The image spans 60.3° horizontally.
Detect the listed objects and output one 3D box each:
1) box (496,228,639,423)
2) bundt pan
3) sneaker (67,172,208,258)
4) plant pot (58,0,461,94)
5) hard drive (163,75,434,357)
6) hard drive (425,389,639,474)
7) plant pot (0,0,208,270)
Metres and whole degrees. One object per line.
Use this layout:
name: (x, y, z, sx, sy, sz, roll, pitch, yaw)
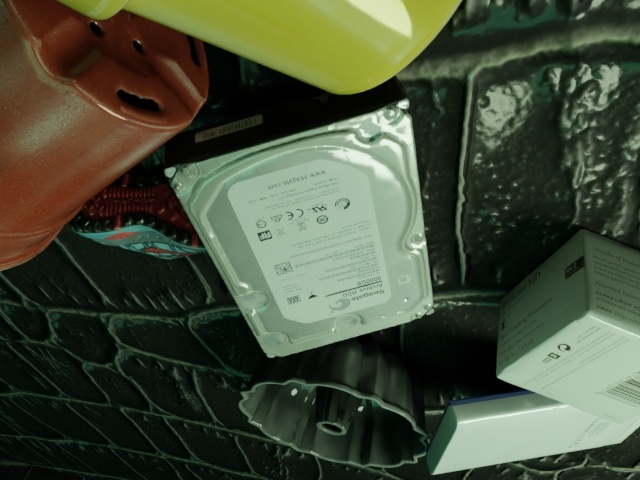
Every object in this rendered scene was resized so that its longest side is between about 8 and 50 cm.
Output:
box: (0.334, 0.108, 0.652, 0.181, 0.119, 0.181, 21, 142, -4)
bundt pan: (0.030, 0.271, 0.961, 0.330, 0.124, 0.331, 10, 141, 8)
sneaker: (-0.190, -0.029, 0.728, 0.261, 0.104, 0.125, 7, 162, 13)
plant pot: (-0.035, -0.215, 0.321, 0.239, 0.254, 0.254, 27, 143, -35)
hard drive: (0.000, 0.000, 0.626, 0.236, 0.064, 0.339, -15, 137, 2)
hard drive: (0.330, 0.274, 0.820, 0.318, 0.040, 0.210, -6, 140, -7)
plant pot: (-0.262, -0.139, 0.490, 0.265, 0.272, 0.272, -21, 128, 28)
